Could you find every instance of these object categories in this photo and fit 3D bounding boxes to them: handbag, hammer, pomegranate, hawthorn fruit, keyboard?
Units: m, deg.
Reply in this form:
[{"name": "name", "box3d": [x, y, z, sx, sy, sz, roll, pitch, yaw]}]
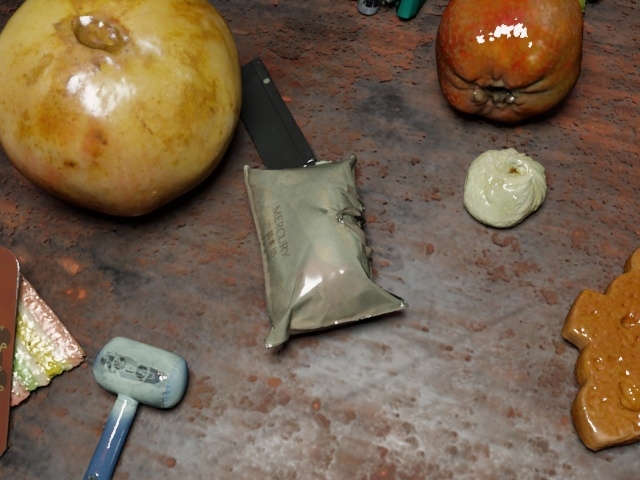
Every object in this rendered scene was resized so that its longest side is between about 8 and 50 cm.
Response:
[{"name": "handbag", "box3d": [0.000, 0.000, 0.940, 0.182, 0.117, 0.271, -7, 59, -8]}, {"name": "hammer", "box3d": [-0.237, 0.217, 0.872, 0.116, 0.069, 0.194, 15, 71, 13]}, {"name": "pomegranate", "box3d": [-0.269, -0.191, 0.985, 0.338, 0.338, 0.338, -3, 60, 4]}, {"name": "hawthorn fruit", "box3d": [0.264, -0.301, 1.023, 0.210, 0.210, 0.263, 7, 67, 10]}, {"name": "keyboard", "box3d": [-0.080, -0.184, 1.104, 0.072, 0.023, 0.231, -27, 61, -1]}]

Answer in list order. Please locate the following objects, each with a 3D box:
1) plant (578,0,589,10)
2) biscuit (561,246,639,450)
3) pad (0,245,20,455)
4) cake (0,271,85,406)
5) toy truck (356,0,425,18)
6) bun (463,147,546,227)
[{"name": "plant", "box3d": [0.329, -0.484, 1.117, 0.261, 0.297, 0.306, -38, 96, 10]}, {"name": "biscuit", "box3d": [0.433, 0.151, 0.846, 0.306, 0.043, 0.284, 26, 65, 17]}, {"name": "pad", "box3d": [-0.464, 0.139, 0.908, 0.181, 0.004, 0.267, 0, 84, 7]}, {"name": "cake", "box3d": [-0.413, 0.096, 0.941, 0.109, 0.090, 0.225, -38, 64, -19]}, {"name": "toy truck", "box3d": [0.085, -0.469, 1.201, 0.124, 0.114, 0.253, -23, 60, -23]}, {"name": "bun", "box3d": [0.245, -0.075, 0.979, 0.115, 0.069, 0.115, -3, 60, 6]}]
